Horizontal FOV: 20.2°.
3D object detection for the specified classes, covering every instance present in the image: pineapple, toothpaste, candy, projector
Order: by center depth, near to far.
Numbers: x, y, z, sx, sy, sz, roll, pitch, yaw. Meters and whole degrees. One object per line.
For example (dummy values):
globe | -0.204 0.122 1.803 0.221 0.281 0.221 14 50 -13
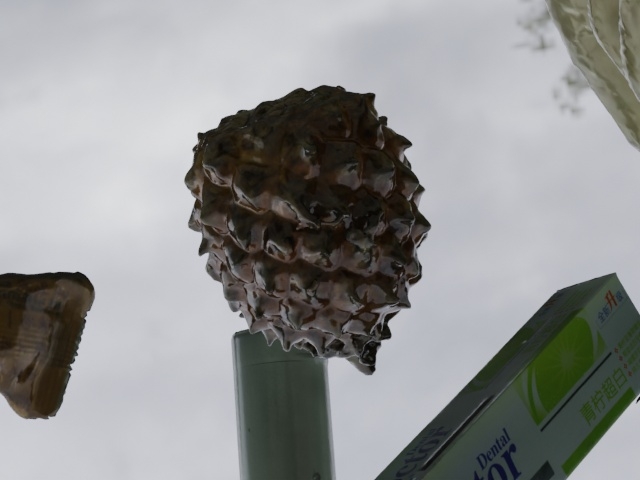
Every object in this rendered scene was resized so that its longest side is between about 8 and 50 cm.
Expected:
pineapple | 0.000 0.000 1.166 0.166 0.193 0.166 -20 -167 5
toothpaste | 0.113 0.142 1.171 0.067 0.081 0.336 -23 -167 47
candy | -0.347 0.077 1.619 0.271 0.143 0.101 11 -173 -13
projector | -0.033 0.262 1.912 0.108 0.337 0.108 -4 167 -1

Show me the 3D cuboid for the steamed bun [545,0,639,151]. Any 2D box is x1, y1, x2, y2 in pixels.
steamed bun | 0.266 -0.145 0.952 0.372 0.325 0.230 -1 -122 56
